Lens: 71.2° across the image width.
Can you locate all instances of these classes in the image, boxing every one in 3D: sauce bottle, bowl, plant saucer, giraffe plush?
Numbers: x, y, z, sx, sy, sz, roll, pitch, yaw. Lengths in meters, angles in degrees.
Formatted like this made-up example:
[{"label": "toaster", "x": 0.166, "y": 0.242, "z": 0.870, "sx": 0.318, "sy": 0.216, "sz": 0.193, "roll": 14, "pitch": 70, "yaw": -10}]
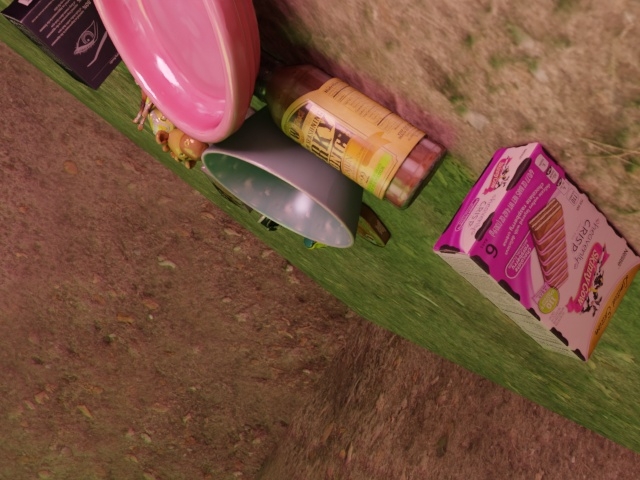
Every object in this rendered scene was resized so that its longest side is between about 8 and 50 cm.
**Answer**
[{"label": "sauce bottle", "x": 0.009, "y": -0.177, "z": 0.646, "sx": 0.344, "sy": 0.111, "sz": 0.111, "roll": 35, "pitch": 170, "yaw": 13}, {"label": "bowl", "x": -0.040, "y": -0.132, "z": 0.817, "sx": 0.311, "sy": 0.163, "sz": 0.311, "roll": 28, "pitch": 169, "yaw": 6}, {"label": "plant saucer", "x": -0.189, "y": -0.295, "z": 0.585, "sx": 0.332, "sy": 0.084, "sz": 0.332, "roll": 38, "pitch": 150, "yaw": 26}, {"label": "giraffe plush", "x": -0.297, "y": -0.264, "z": 1.069, "sx": 0.181, "sy": 0.171, "sz": 0.210, "roll": 40, "pitch": 169, "yaw": -28}]

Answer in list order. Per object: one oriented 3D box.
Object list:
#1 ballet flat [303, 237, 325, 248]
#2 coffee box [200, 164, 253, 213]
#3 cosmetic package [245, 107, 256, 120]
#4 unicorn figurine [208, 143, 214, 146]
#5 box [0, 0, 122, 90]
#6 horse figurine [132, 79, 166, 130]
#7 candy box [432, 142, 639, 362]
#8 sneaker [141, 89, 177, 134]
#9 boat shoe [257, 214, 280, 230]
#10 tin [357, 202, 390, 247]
[{"label": "ballet flat", "x": 0.000, "y": 0.000, "z": 1.618, "sx": 0.077, "sy": 0.077, "sz": 0.231, "roll": 20, "pitch": 171, "yaw": -13}, {"label": "coffee box", "x": -0.300, "y": -0.203, "z": 1.562, "sx": 0.141, "sy": 0.098, "sz": 0.246, "roll": 33, "pitch": 170, "yaw": 11}, {"label": "cosmetic package", "x": -0.099, "y": -0.167, "z": 1.004, "sx": 0.237, "sy": 0.127, "sz": 0.107, "roll": 34, "pitch": 171, "yaw": 1}, {"label": "unicorn figurine", "x": -0.351, "y": -0.328, "z": 1.307, "sx": 0.162, "sy": 0.060, "sz": 0.111, "roll": 52, "pitch": 169, "yaw": -4}, {"label": "box", "x": -0.563, "y": -0.476, "z": 1.015, "sx": 0.108, "sy": 0.153, "sz": 0.207, "roll": 30, "pitch": 168, "yaw": 30}, {"label": "horse figurine", "x": -0.385, "y": -0.357, "z": 1.045, "sx": 0.066, "sy": 0.175, "sz": 0.263, "roll": 20, "pitch": 172, "yaw": -36}, {"label": "candy box", "x": 0.273, "y": 0.018, "z": 0.551, "sx": 0.233, "sy": 0.159, "sz": 0.071, "roll": 38, "pitch": 171, "yaw": -19}, {"label": "sneaker", "x": -0.412, "y": -0.365, "z": 1.220, "sx": 0.091, "sy": 0.126, "sz": 0.240, "roll": 108, "pitch": 145, "yaw": -46}, {"label": "boat shoe", "x": -0.171, "y": -0.089, "z": 1.671, "sx": 0.091, "sy": 0.114, "sz": 0.302, "roll": 37, "pitch": -178, "yaw": -6}, {"label": "tin", "x": 0.112, "y": -0.045, "z": 1.135, "sx": 0.106, "sy": 0.040, "sz": 0.190, "roll": 31, "pitch": 170, "yaw": 42}]
